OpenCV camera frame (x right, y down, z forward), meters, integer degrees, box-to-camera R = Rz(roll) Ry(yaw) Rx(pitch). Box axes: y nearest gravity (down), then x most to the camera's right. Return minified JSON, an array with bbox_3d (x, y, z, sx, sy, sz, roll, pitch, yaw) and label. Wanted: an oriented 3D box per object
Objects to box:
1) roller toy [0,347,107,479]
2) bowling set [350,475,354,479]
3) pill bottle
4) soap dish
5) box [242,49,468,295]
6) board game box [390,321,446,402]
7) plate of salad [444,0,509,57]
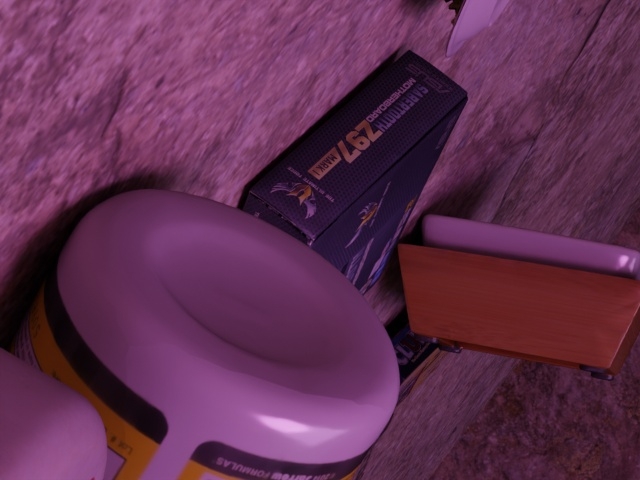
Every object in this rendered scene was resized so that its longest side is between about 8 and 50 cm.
[{"bbox_3d":[-0.186,0.115,0.744,0.209,0.146,0.191,-65,173,25],"label":"roller toy"},{"bbox_3d":[-0.056,0.228,1.377,0.287,0.154,0.199,3,91,-77],"label":"bowling set"},{"bbox_3d":[-0.114,0.153,1.027,0.334,0.188,0.188,-58,167,25],"label":"pill bottle"},{"bbox_3d":[0.200,0.059,1.840,0.291,0.229,0.118,28,72,-78],"label":"soap dish"},{"bbox_3d":[0.000,0.000,1.324,0.183,0.059,0.232,-42,165,-37],"label":"box"},{"bbox_3d":[0.093,0.130,2.055,0.243,0.042,0.165,-38,167,-51],"label":"board game box"},{"bbox_3d":[0.121,-0.208,1.215,0.200,0.048,0.200,-60,175,-8],"label":"plate of salad"}]
